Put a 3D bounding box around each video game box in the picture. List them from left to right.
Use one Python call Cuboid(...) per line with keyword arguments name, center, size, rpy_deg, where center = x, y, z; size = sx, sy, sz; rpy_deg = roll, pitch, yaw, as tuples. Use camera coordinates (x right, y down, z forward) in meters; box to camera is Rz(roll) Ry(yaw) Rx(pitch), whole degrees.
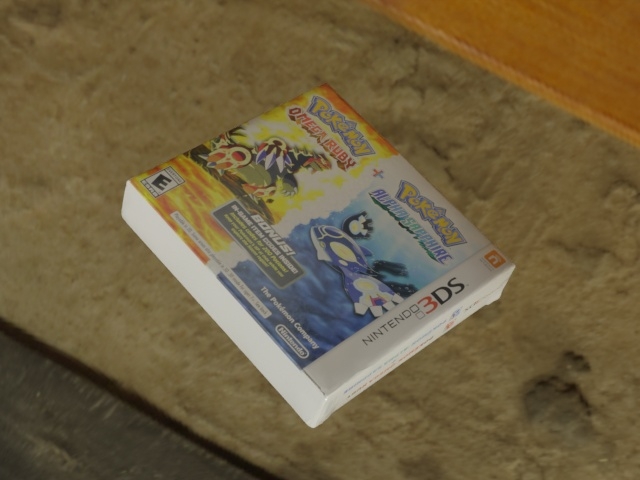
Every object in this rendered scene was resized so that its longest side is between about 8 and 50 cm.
Cuboid(name="video game box", center=(0.000, 0.000, 0.790), size=(0.187, 0.048, 0.205), rpy_deg=(-30, 66, -35))
